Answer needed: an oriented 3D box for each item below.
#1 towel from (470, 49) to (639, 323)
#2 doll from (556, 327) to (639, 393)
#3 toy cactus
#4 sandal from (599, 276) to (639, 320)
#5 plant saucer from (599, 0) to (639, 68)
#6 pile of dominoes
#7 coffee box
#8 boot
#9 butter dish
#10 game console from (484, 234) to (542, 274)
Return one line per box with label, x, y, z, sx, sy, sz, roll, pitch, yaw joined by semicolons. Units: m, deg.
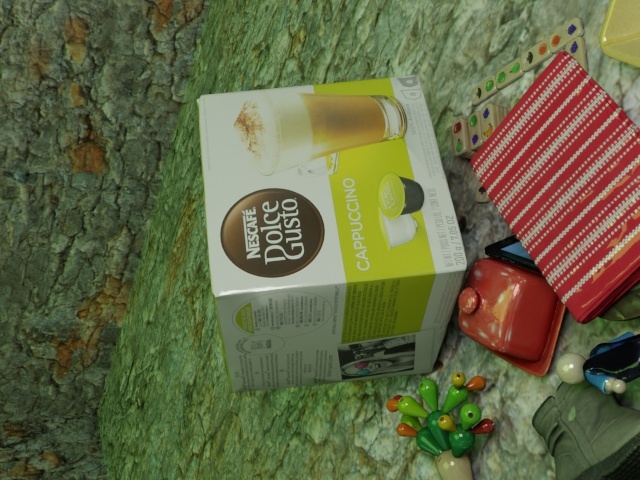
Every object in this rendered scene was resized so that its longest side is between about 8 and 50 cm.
towel;0.298;-0.064;0.926;0.199;0.031;0.274;-53;47;34
doll;0.347;0.123;0.869;0.189;0.129;0.046;-27;97;37
toy cactus;0.187;0.289;1.167;0.219;0.112;0.180;-29;76;55
sandal;0.385;0.033;0.881;0.219;0.060;0.090;-29;62;40
plant saucer;0.453;-0.306;0.775;0.333;0.081;0.332;-130;45;-55
pile of dominoes;0.284;-0.181;1.149;0.251;0.040;0.196;-32;55;57
coffee box;0.000;0.000;1.205;0.338;0.334;0.337;92;171;-58
boot;0.334;0.197;0.908;0.246;0.083;0.161;-56;28;35
butter dish;0.240;0.086;1.072;0.160;0.118;0.159;28;108;61
game console;0.297;-0.022;1.035;0.144;0.124;0.085;25;131;62
